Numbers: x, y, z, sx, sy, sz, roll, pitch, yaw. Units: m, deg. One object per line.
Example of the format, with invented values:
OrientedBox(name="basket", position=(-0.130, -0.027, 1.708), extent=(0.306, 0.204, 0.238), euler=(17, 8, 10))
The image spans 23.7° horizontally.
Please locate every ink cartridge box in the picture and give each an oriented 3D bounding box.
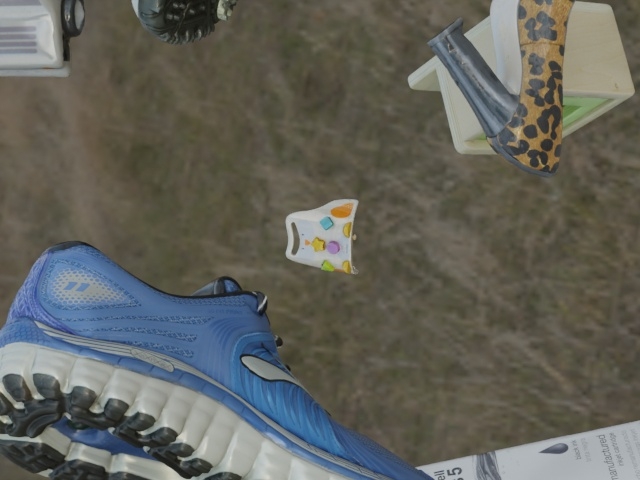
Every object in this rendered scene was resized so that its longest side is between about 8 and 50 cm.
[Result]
OrientedBox(name="ink cartridge box", position=(0.195, 0.296, 1.423), extent=(0.198, 0.273, 0.114), euler=(-96, -8, -58))

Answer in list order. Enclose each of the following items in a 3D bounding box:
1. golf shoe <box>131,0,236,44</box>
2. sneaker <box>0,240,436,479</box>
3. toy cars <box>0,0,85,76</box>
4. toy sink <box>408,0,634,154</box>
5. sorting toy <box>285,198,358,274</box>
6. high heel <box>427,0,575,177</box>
OrientedBox(name="golf shoe", position=(-0.106, -0.256, 1.191), extent=(0.105, 0.120, 0.273), euler=(88, -162, -49))
OrientedBox(name="sneaker", position=(-0.041, 0.097, 0.907), extent=(0.130, 0.330, 0.147), euler=(-29, 42, 37))
OrientedBox(name="toy cars", position=(-0.163, -0.288, 1.075), extent=(0.393, 0.176, 0.087), euler=(-50, -1, 9))
OrientedBox(name="toy sink", position=(0.238, -0.183, 1.853), extent=(0.234, 0.153, 0.131), euler=(-32, 65, 51))
OrientedBox(name="sorting toy", position=(0.000, 0.000, 1.604), extent=(0.045, 0.075, 0.083), euler=(-56, -32, -63))
OrientedBox(name="high heel", position=(0.250, -0.193, 1.586), extent=(0.186, 0.261, 0.093), euler=(55, 156, -5))
